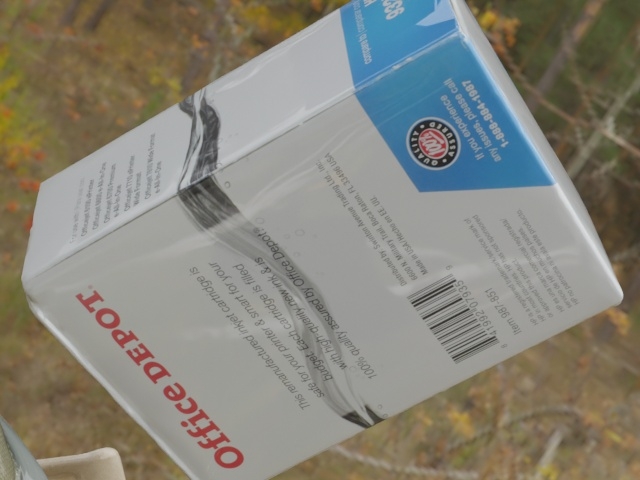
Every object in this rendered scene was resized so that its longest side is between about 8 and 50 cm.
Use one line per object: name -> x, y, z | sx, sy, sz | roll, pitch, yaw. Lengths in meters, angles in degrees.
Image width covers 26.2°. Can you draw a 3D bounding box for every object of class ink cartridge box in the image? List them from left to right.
ink cartridge box -> 0.000, 0.000, 0.885 | 0.223, 0.307, 0.129 | 53, 16, -31

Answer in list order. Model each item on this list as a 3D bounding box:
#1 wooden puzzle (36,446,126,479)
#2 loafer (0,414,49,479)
wooden puzzle -> -0.261, 0.267, 1.096 | 0.239, 0.221, 0.044 | -9, 28, -3
loafer -> -0.171, 0.020, 0.428 | 0.251, 0.094, 0.087 | 29, -30, 39
